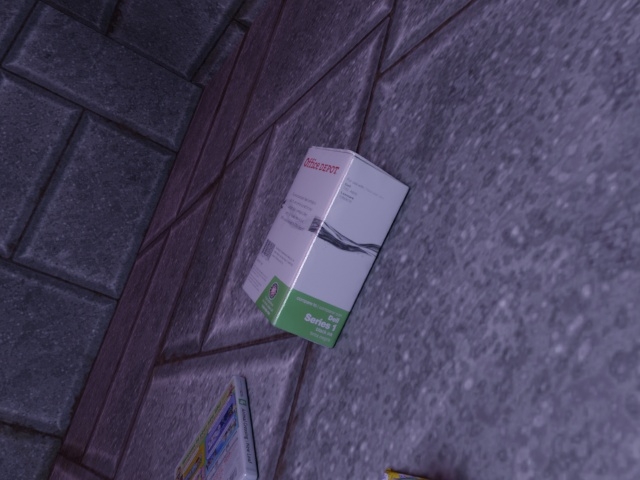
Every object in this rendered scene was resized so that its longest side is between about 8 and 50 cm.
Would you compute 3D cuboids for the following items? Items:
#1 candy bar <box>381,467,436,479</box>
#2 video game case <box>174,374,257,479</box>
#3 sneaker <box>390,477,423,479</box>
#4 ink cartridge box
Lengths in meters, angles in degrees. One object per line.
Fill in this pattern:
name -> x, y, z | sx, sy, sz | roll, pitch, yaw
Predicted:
candy bar -> 0.091, 0.200, 0.438 | 0.161, 0.018, 0.040 | -24, 42, 58
video game case -> -0.157, 0.334, 0.828 | 0.212, 0.023, 0.193 | -58, 24, 17
sneaker -> 0.126, 0.175, 0.287 | 0.256, 0.094, 0.151 | 41, 110, 56
ink cartridge box -> 0.000, 0.000, 0.737 | 0.220, 0.092, 0.160 | -64, 23, 2
